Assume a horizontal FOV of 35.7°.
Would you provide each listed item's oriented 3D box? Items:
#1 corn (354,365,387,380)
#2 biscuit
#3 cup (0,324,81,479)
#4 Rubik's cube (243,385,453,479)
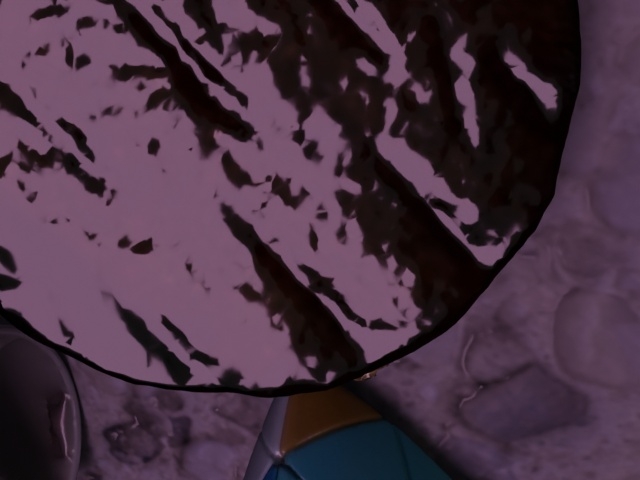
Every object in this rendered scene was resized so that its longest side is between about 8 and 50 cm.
[{"bbox_3d":[0.000,0.000,0.696,0.087,0.087,0.211,-12,109,26],"label":"corn"},{"bbox_3d":[-0.054,-0.106,0.596,0.407,0.091,0.407,0,101,2],"label":"biscuit"},{"bbox_3d":[-0.403,0.176,0.869,0.317,0.212,0.212,-1,113,23],"label":"cup"},{"bbox_3d":[0.039,0.211,0.752,0.254,0.254,0.254,9,117,18],"label":"Rubik's cube"}]
